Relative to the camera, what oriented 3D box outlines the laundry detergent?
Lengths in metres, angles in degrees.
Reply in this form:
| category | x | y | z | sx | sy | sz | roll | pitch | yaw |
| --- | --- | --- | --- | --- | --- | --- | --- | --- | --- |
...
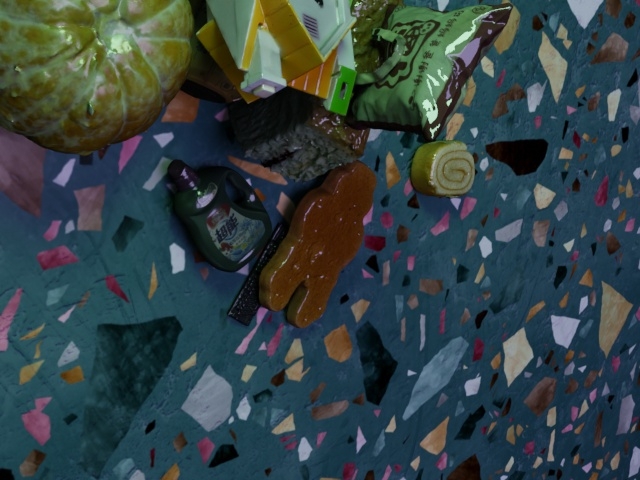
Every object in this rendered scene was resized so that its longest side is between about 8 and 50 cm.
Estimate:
| category | x | y | z | sx | sy | sz | roll | pitch | yaw |
| --- | --- | --- | --- | --- | --- | --- | --- | --- | --- |
| laundry detergent | -0.176 | -0.059 | 1.494 | 0.144 | 0.078 | 0.221 | -48 | 128 | -21 |

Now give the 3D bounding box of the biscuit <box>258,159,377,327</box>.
| category | x | y | z | sx | sy | sz | roll | pitch | yaw |
| --- | --- | --- | --- | --- | --- | --- | --- | --- | --- |
| biscuit | 0.000 | 0.000 | 1.679 | 0.202 | 0.047 | 0.334 | 34 | 84 | -52 |

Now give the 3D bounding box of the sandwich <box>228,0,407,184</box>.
| category | x | y | z | sx | sy | sz | roll | pitch | yaw |
| --- | --- | --- | --- | --- | --- | --- | --- | --- | --- |
| sandwich | -0.018 | -0.259 | 1.439 | 0.131 | 0.262 | 0.325 | 20 | 90 | -38 |

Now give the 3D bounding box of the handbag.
| category | x | y | z | sx | sy | sz | roll | pitch | yaw |
| --- | --- | --- | --- | --- | --- | --- | --- | --- | --- |
| handbag | 0.136 | -0.240 | 1.241 | 0.127 | 0.235 | 0.213 | 28 | 86 | -36 |

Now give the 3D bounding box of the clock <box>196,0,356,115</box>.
| category | x | y | z | sx | sy | sz | roll | pitch | yaw |
| --- | --- | --- | --- | --- | --- | --- | --- | --- | --- |
| clock | -0.058 | -0.325 | 1.232 | 0.235 | 0.166 | 0.309 | 11 | 66 | -44 |

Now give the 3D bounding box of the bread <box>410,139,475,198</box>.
| category | x | y | z | sx | sy | sz | roll | pitch | yaw |
| --- | --- | --- | --- | --- | --- | --- | --- | --- | --- |
| bread | 0.260 | -0.149 | 1.849 | 0.149 | 0.073 | 0.122 | -6 | 106 | -40 |

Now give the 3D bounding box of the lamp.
| category | x | y | z | sx | sy | sz | roll | pitch | yaw |
| --- | --- | --- | --- | --- | --- | --- | --- | --- | --- |
| lamp | -0.160 | -0.314 | 1.370 | 0.161 | 0.161 | 0.185 | 22 | 84 | -43 |

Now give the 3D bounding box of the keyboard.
| category | x | y | z | sx | sy | sz | roll | pitch | yaw |
| --- | --- | --- | --- | --- | --- | --- | --- | --- | --- |
| keyboard | -0.104 | 0.064 | 1.637 | 0.060 | 0.018 | 0.195 | 36 | 80 | -45 |

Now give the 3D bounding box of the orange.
| category | x | y | z | sx | sy | sz | roll | pitch | yaw |
| --- | --- | --- | --- | --- | --- | --- | --- | --- | --- |
| orange | -0.317 | -0.278 | 1.175 | 0.329 | 0.249 | 0.329 | -12 | 112 | -32 |
